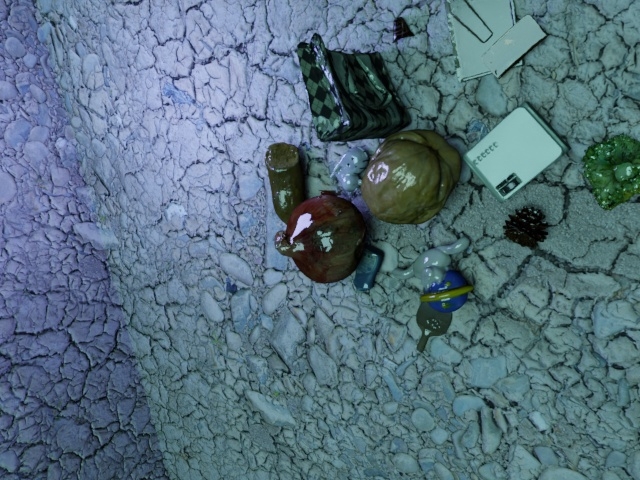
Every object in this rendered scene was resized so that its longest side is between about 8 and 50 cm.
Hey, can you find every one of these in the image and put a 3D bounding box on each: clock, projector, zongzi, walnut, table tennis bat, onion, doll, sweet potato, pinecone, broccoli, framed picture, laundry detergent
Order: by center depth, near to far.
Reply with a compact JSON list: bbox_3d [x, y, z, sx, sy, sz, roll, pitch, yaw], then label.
[{"bbox_3d":[0.816,-0.188,1.329,0.194,0.194,0.219,14,105,29],"label":"broccoli"},{"bbox_3d":[0.601,-0.268,1.494,0.198,0.108,0.250,52,123,10],"label":"projector"},{"bbox_3d":[0.501,-0.654,1.495,0.209,0.019,0.281,-5,101,34],"label":"framed picture"},{"bbox_3d":[0.650,-0.044,1.520,0.140,0.140,0.120,19,81,27],"label":"pinecone"},{"bbox_3d":[0.289,-0.197,1.595,0.306,0.306,0.344,56,148,6],"label":"walnut"},{"bbox_3d":[0.261,-0.696,1.616,0.073,0.067,0.083,-31,104,28],"label":"zongzi"},{"bbox_3d":[0.389,0.142,1.718,0.311,0.160,0.242,-13,98,38],"label":"doll"},{"bbox_3d":[0.126,-0.262,1.813,0.117,0.080,0.176,46,124,13],"label":"clock"},{"bbox_3d":[0.021,-0.017,1.829,0.354,0.354,0.353,10,109,30],"label":"onion"},{"bbox_3d":[0.417,0.325,1.841,0.131,0.022,0.234,27,115,22],"label":"table tennis bat"},{"bbox_3d":[0.180,0.124,1.904,0.097,0.061,0.206,26,117,22],"label":"laundry detergent"},{"bbox_3d":[-0.134,-0.207,1.962,0.158,0.158,0.369,7,115,31],"label":"sweet potato"}]

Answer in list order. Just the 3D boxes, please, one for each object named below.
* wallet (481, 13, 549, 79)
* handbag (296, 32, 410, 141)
[{"bbox_3d":[0.576,-0.578,1.442,0.095,0.026,0.176,49,126,2],"label":"wallet"},{"bbox_3d":[0.105,-0.485,1.555,0.180,0.416,0.316,-20,91,36],"label":"handbag"}]
